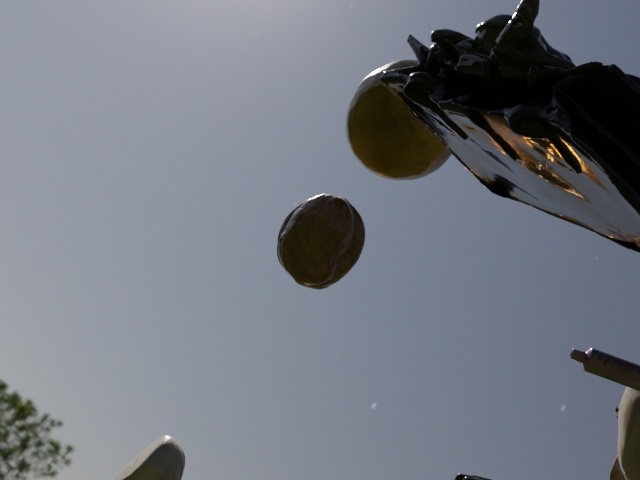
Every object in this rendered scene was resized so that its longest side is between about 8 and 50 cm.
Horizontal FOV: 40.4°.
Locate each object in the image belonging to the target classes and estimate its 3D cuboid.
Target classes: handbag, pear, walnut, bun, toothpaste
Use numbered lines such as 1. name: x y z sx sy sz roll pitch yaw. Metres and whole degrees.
1. handbag: 0.210 -0.113 0.832 0.269 0.118 0.326 36 -1 -31
2. pear: 0.139 -0.202 1.510 0.209 0.209 0.209 29 -30 18
3. walnut: 0.000 0.000 1.464 0.149 0.166 0.166 25 -31 21
4. bun: -0.258 0.376 1.353 0.094 0.138 0.138 46 -29 -1
5. toothpaste: 0.363 0.156 0.975 0.170 0.045 0.028 19 -44 6

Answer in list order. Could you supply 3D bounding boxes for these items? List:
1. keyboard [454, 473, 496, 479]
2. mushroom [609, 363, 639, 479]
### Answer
1. keyboard: 0.139 0.330 0.777 0.094 0.230 0.025 8 -16 26
2. mushroom: 0.533 0.290 1.189 0.297 0.297 0.290 34 -34 10
